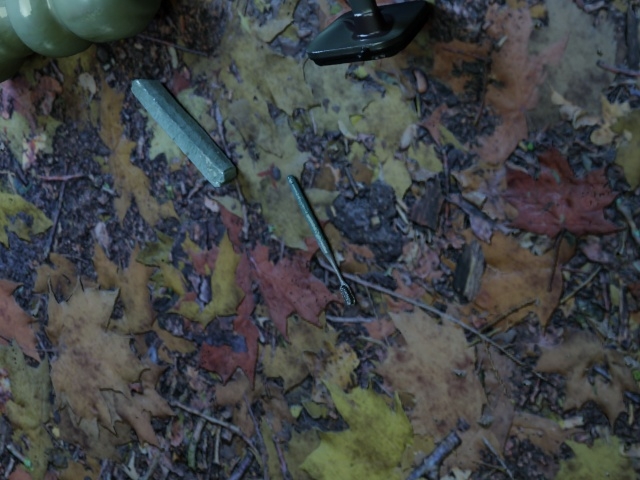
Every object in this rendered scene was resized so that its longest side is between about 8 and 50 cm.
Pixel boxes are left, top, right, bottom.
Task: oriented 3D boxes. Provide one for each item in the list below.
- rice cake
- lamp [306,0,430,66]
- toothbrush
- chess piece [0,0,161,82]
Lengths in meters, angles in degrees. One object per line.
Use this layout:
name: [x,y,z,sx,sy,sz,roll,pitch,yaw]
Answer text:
rice cake: [-0.162,-0.130,2.164,0.171,0.033,0.029,47,130,13]
lamp: [-0.011,-0.324,1.921,0.203,0.124,0.283,-7,101,32]
toothbrush: [0.000,0.000,2.101,0.011,0.014,0.167,-27,88,22]
chess piece: [-0.337,-0.281,2.164,0.330,0.182,0.182,-8,100,32]
